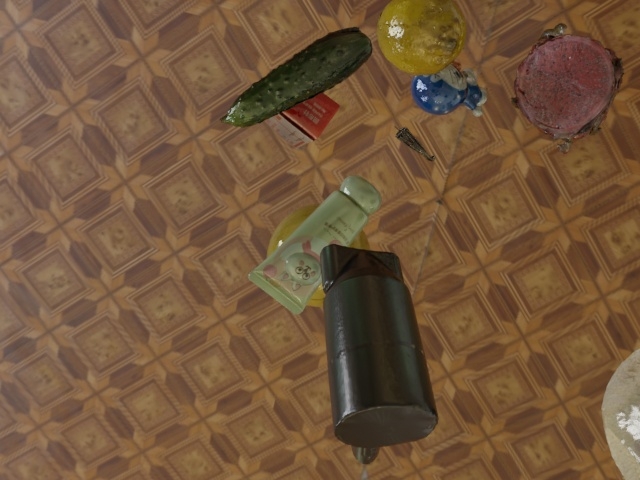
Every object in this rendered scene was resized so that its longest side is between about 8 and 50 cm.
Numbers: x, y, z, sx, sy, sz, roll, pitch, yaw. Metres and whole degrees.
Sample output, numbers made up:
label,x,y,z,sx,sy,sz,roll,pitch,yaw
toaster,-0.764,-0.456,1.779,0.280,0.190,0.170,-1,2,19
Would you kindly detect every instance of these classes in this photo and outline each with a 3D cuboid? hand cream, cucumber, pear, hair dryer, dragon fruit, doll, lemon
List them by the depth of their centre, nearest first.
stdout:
label,x,y,z,sx,sy,sz,roll,pitch,yaw
hair dryer,0.059,0.171,0.788,0.116,0.245,0.303,-1,139,-4
cucumber,-0.035,-0.211,0.802,0.227,0.069,0.069,-29,102,8
hand cream,0.000,0.000,1.232,0.147,0.093,0.306,40,92,-26
lemon,0.245,-0.508,1.466,0.204,0.260,0.204,-14,125,-22
doll,0.389,-0.452,1.777,0.215,0.256,0.161,54,136,22
dragon fruit,0.728,-0.447,1.794,0.296,0.263,0.315,31,112,18
pear,-0.005,0.050,1.936,0.347,0.348,0.349,1,106,4

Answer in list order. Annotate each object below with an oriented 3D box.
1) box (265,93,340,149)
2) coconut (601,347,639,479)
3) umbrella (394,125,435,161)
label,x,y,z,sx,sy,sz,roll,pitch,yaw
box,-0.053,-0.270,1.250,0.133,0.182,0.099,37,87,-14
coconut,0.628,0.308,0.936,0.345,0.360,0.347,-7,74,26
umbrella,0.141,-0.146,0.911,0.083,0.031,0.020,32,67,-18
